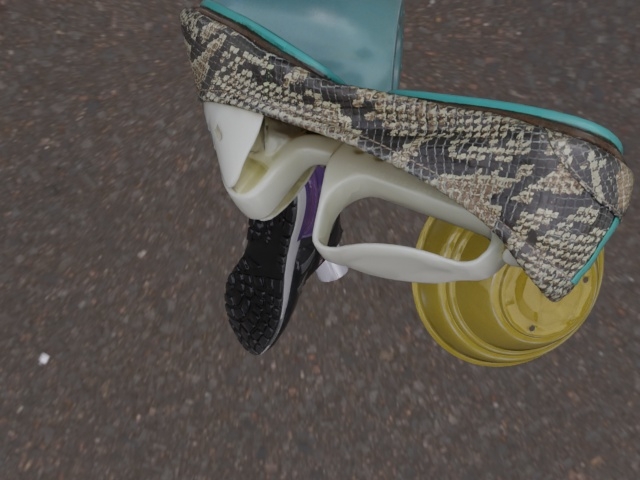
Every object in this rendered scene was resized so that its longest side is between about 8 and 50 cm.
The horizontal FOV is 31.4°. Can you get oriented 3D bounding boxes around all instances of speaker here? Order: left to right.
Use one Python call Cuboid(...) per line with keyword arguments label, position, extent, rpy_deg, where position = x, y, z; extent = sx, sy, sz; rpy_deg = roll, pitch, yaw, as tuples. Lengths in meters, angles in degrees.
Cuboid(label="speaker", position=(0.000, 0.000, 1.881), extent=(0.055, 0.055, 0.136), rpy_deg=(-22, 116, 2))

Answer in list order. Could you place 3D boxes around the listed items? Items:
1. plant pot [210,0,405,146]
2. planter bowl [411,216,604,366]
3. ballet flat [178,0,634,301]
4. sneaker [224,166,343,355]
Cuboid(label="plant pot", position=(-0.009, -0.249, 1.548), extent=(0.235, 0.293, 0.293), rpy_deg=(6, 100, 7))
Cuboid(label="planter bowl", position=(0.207, 0.038, 1.135), extent=(0.217, 0.090, 0.217), rpy_deg=(-4, 105, -15))
Cuboid(label="ballet flat", position=(0.024, -0.074, 0.992), extent=(0.482, 0.164, 0.182), rpy_deg=(24, 84, 30))
Cuboid(label="sneaker", position=(-0.027, 0.023, 1.409), extent=(0.124, 0.107, 0.283), rpy_deg=(-14, 135, -38))
